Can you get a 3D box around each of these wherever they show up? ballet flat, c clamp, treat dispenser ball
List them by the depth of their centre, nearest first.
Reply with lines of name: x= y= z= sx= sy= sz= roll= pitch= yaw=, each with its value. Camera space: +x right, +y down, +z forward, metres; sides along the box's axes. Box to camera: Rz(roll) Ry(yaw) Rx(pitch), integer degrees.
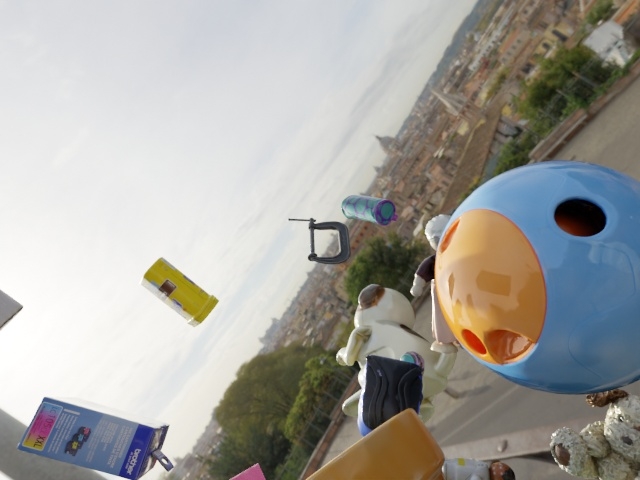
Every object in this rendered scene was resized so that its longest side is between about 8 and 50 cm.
treat dispenser ball: x=0.293 y=0.045 z=0.537 sx=0.288 sy=0.288 sz=0.288 roll=-57 pitch=-1 yaw=-2
c clamp: x=0.000 y=0.000 z=0.962 sx=0.161 sy=0.137 sz=0.022 roll=-101 pitch=8 yaw=-47
ballet flat: x=0.208 y=0.375 z=0.990 sx=0.076 sy=0.079 sz=0.222 roll=-2 pitch=70 yaw=54

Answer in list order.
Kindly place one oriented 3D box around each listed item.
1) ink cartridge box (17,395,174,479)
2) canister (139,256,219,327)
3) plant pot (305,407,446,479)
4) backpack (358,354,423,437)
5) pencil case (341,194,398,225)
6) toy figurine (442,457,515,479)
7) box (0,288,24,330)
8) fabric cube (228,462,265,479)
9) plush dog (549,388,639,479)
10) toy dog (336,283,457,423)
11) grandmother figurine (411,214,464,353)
ink cartridge box: x=-0.630 y=0.599 z=1.278 sx=0.270 sy=0.395 sz=0.151 roll=115 pitch=170 yaw=-67
canister: x=-0.338 y=0.124 z=1.002 sx=0.073 sy=0.170 sz=0.126 roll=-55 pitch=12 yaw=-31
plant pot: x=0.062 y=0.297 z=0.384 sx=0.205 sy=0.188 sz=0.205 roll=-28 pitch=-28 yaw=-17
backpack: x=0.110 y=0.261 z=0.665 sx=0.101 sy=0.097 sz=0.120 roll=89 pitch=-169 yaw=-45
pencil case: x=0.118 y=-0.077 z=1.050 sx=0.151 sy=0.070 sz=0.065 roll=19 pitch=79 yaw=57
toy figurine: x=0.307 y=0.538 z=0.798 sx=0.210 sy=0.148 sz=0.213 roll=-70 pitch=-25 yaw=-52
box: x=-0.409 y=0.091 z=0.322 sx=0.143 sy=0.191 sz=0.381 roll=-48 pitch=21 yaw=-11
fabric cube: x=-0.225 y=0.866 z=1.191 sx=0.258 sy=0.254 sz=0.259 roll=-22 pitch=14 yaw=-19
plush dog: x=0.697 y=0.457 z=0.934 sx=0.262 sy=0.210 sz=0.226 roll=35 pitch=117 yaw=51
toy dog: x=0.219 y=0.327 z=1.351 sx=0.395 sy=0.284 sz=0.408 roll=-57 pitch=24 yaw=29
grandmother figurine: x=0.319 y=0.105 z=1.072 sx=0.104 sy=0.207 sz=0.343 roll=-4 pitch=90 yaw=61
